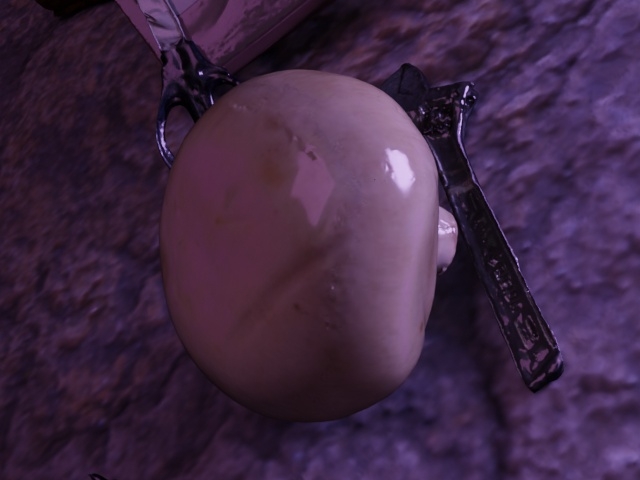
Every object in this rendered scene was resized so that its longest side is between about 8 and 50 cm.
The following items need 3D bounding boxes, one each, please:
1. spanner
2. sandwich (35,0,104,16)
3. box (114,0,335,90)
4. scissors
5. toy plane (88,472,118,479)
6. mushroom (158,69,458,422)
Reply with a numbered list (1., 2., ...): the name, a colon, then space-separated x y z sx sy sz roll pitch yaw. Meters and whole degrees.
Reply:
1. spanner: 0.110 -0.031 0.627 0.093 0.026 0.325 -27 51 15
2. sandwich: -0.261 -0.386 1.055 0.214 0.065 0.186 0 61 31
3. box: -0.103 -0.284 0.811 0.215 0.086 0.215 -36 89 8
4. scissors: -0.142 -0.193 0.767 0.109 0.022 0.300 -25 90 5
5. toy plane: -0.180 0.233 0.595 0.234 0.082 0.160 26 85 27
6. mushroom: 0.000 0.000 0.572 0.246 0.202 0.246 17 110 59
